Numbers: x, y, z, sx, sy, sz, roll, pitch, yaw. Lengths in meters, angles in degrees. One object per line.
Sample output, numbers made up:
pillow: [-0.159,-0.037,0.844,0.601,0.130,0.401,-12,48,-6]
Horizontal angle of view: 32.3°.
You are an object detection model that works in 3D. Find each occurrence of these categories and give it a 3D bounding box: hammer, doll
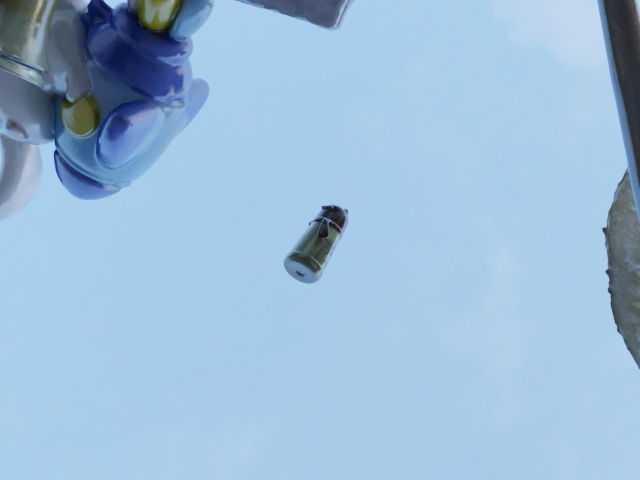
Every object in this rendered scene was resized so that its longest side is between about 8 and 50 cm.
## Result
hammer: [0.304,-0.188,1.084,0.168,0.439,0.044,-14,-154,15]
doll: [-0.281,-0.179,1.257,0.366,0.376,0.187,6,-131,19]

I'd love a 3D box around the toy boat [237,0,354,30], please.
toy boat: [-0.041,-0.318,0.939,0.111,0.276,0.293,1,-86,-34]

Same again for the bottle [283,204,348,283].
bottle: [0.001,0.000,1.269,0.047,0.063,0.101,41,-122,-13]

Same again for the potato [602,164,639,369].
potato: [0.577,-0.010,1.345,0.386,0.442,0.319,-2,-151,36]

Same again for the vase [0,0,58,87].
vase: [-0.256,-0.315,1.051,0.173,0.173,0.321,26,-85,16]
